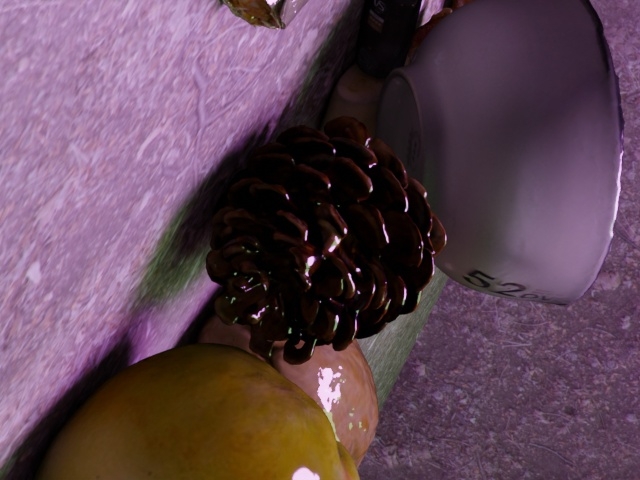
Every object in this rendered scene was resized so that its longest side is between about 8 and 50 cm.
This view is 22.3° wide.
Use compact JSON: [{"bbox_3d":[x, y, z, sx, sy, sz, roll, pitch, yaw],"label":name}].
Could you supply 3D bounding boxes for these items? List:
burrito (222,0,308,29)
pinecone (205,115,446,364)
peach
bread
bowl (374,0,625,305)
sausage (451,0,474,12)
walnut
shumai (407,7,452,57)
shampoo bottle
[{"bbox_3d":[-0.005,-0.245,1.312,0.226,0.060,0.087,-52,162,-33],"label":"burrito"},{"bbox_3d":[0.000,0.000,1.611,0.272,0.224,0.224,-27,147,-59],"label":"pinecone"},{"bbox_3d":[-0.123,0.250,1.551,0.315,0.282,0.314,-28,-159,-16],"label":"peach"},{"bbox_3d":[0.041,-0.132,1.874,0.139,0.060,0.178,-50,166,-42],"label":"bread"},{"bbox_3d":[0.170,-0.101,1.742,0.354,0.185,0.354,177,-90,-76],"label":"bowl"},{"bbox_3d":[0.221,-0.323,2.106,0.109,0.109,0.270,-56,170,-18],"label":"sausage"},{"bbox_3d":[-0.049,0.183,1.872,0.227,0.283,0.283,-16,164,-2],"label":"walnut"},{"bbox_3d":[0.127,-0.216,2.035,0.123,0.105,0.139,-15,152,-2],"label":"shumai"},{"bbox_3d":[0.080,-0.253,1.719,0.063,0.057,0.208,-54,169,-29],"label":"shampoo bottle"}]
